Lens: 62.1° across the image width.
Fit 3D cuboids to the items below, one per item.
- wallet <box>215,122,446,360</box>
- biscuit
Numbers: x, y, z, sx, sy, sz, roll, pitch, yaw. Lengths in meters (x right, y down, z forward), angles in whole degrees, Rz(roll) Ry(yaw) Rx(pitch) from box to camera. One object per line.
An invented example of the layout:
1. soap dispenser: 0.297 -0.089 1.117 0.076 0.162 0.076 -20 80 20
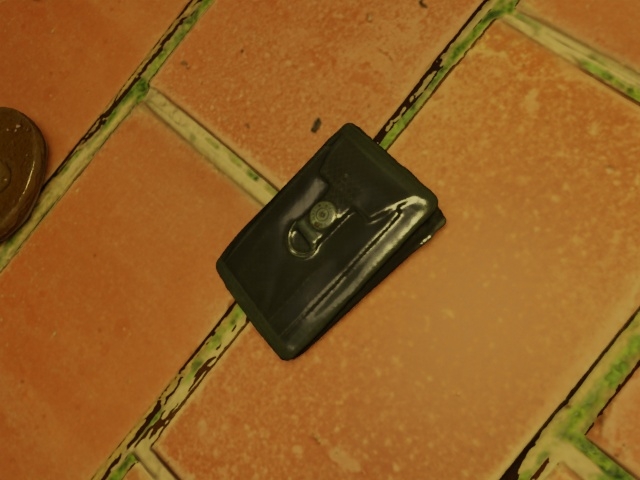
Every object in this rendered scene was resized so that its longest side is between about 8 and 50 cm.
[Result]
1. wallet: 0.000 0.000 0.595 0.245 0.052 0.169 -44 68 6
2. biscuit: -0.457 -0.084 0.736 0.208 0.049 0.181 -43 71 4
